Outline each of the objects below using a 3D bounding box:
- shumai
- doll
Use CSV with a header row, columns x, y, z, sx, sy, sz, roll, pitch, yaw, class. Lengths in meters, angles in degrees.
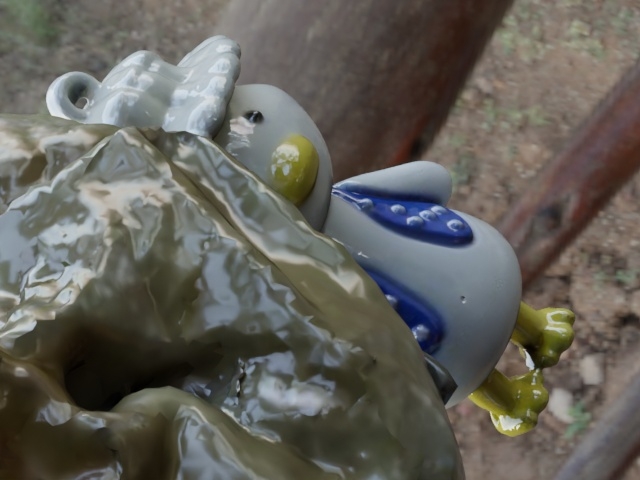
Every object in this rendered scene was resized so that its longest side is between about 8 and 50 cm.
x,y,z,sx,sy,sz,roll,pitch,yaw,class
-0.147,0.115,0.371,0.314,0.262,0.267,-41,75,31,shumai
0.000,0.000,0.671,0.119,0.293,0.138,-17,46,60,doll
